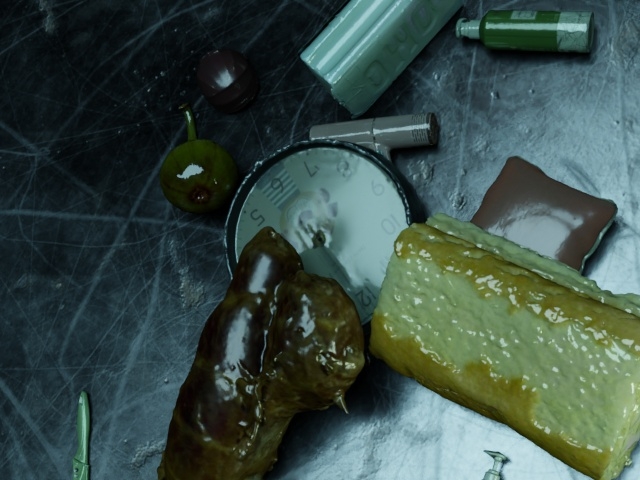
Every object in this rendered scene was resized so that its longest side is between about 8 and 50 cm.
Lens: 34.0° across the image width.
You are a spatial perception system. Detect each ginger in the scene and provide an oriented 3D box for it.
[{"bbox_3d":[-0.078,0.212,1.442,0.254,0.176,0.418,31,100,34],"label":"ginger"}]

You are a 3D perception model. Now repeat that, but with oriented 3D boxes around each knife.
[{"bbox_3d":[-0.377,0.339,1.642,0.030,0.014,0.207,-9,71,16],"label":"knife"}]

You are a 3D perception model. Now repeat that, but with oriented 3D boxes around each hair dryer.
[{"bbox_3d":[0.080,-0.080,1.594,0.195,0.054,0.220,-3,79,20],"label":"hair dryer"}]

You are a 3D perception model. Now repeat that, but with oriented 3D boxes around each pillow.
[{"bbox_3d":[0.303,-0.015,1.468,0.179,0.075,0.171,30,86,26],"label":"pillow"}]

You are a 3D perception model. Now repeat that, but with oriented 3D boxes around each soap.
[{"bbox_3d":[0.095,-0.320,1.601,0.261,0.150,0.094,-48,61,1],"label":"soap"}]

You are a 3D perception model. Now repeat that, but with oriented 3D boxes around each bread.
[{"bbox_3d":[0.258,0.138,1.370,0.376,0.165,0.236,24,116,28],"label":"bread"}]

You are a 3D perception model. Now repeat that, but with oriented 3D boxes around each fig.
[{"bbox_3d":[-0.206,-0.138,1.691,0.124,0.124,0.236,-31,42,9],"label":"fig"}]

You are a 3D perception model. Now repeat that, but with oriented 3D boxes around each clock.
[{"bbox_3d":[0.000,-0.001,1.552,0.313,0.061,0.312,-2,84,21],"label":"clock"}]

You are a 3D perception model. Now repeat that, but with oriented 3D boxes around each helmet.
[{"bbox_3d":[-0.162,-0.273,1.725,0.098,0.070,0.123,-38,66,6],"label":"helmet"}]

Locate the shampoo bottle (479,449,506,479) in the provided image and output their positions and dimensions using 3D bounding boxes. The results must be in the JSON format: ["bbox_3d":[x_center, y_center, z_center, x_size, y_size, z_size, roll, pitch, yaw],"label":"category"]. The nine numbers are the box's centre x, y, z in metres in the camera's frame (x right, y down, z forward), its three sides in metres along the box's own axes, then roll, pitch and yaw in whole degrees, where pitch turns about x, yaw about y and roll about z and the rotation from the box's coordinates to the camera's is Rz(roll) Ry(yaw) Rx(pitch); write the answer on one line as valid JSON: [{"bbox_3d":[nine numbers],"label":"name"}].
[{"bbox_3d":[0.220,0.357,1.399,0.077,0.045,0.151,16,79,24],"label":"shampoo bottle"}]

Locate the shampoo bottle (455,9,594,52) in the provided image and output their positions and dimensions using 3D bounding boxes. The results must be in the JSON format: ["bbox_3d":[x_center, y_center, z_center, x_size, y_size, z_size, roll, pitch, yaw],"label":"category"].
[{"bbox_3d":[0.304,-0.317,1.574,0.205,0.065,0.065,6,76,22],"label":"shampoo bottle"}]
